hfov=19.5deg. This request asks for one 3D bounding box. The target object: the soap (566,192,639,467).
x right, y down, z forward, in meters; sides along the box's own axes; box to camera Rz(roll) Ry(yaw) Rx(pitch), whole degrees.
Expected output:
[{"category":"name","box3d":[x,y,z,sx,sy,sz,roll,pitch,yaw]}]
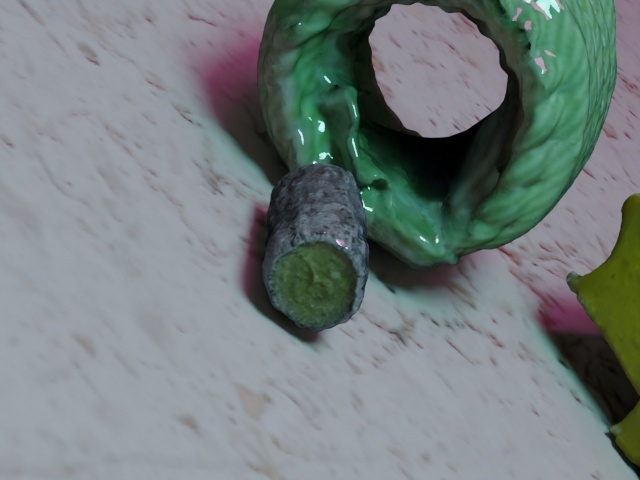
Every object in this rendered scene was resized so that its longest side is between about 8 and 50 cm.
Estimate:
[{"category":"soap","box3d":[0.316,0.095,1.240,0.281,0.143,0.259,4,49,-49]}]

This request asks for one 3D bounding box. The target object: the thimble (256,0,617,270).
[{"category":"thimble","box3d":[0.072,-0.098,1.148,0.219,0.219,0.150,42,30,1]}]

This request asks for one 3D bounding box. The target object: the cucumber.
[{"category":"cucumber","box3d":[0.000,0.001,1.059,0.064,0.064,0.112,33,25,-15]}]
